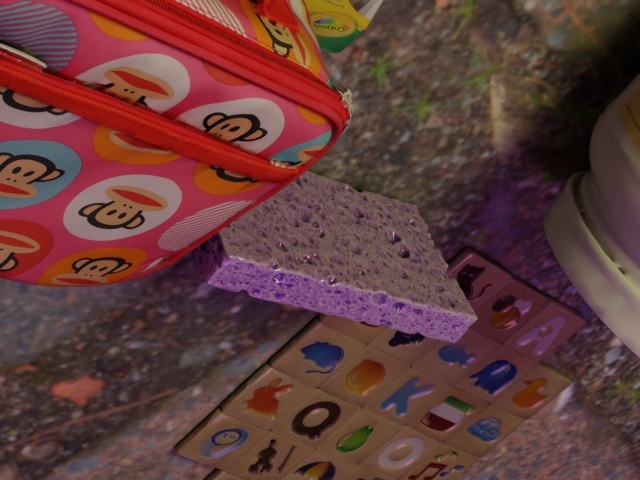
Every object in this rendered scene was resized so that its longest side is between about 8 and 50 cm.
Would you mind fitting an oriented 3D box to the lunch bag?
[{"bbox_3d":[-0.130,-0.089,0.684,0.258,0.120,0.293,-31,151,28],"label":"lunch bag"}]

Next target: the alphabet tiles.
[{"bbox_3d":[0.053,0.146,1.143,0.342,0.011,0.285,-43,135,20],"label":"alphabet tiles"}]

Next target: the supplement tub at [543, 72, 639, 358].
[{"bbox_3d":[0.332,-0.067,0.884,0.241,0.241,0.331,19,123,-38],"label":"supplement tub"}]

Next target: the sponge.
[{"bbox_3d":[0.000,0.000,0.888,0.210,0.117,0.031,16,126,-37],"label":"sponge"}]

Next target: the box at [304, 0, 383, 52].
[{"bbox_3d":[0.011,-0.191,0.755,0.105,0.043,0.179,12,124,-34],"label":"box"}]
